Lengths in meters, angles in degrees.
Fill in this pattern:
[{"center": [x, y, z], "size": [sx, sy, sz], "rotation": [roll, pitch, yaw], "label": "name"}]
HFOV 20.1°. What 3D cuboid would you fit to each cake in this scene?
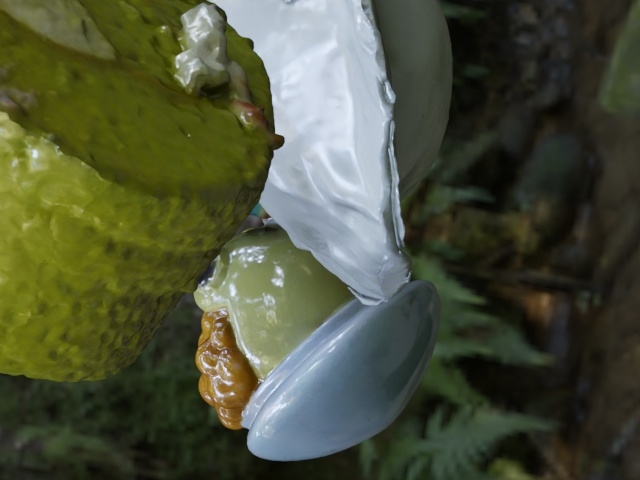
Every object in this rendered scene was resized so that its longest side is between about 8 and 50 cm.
[{"center": [-0.152, -0.064, 0.768], "size": [0.156, 0.260, 0.179], "rotation": [-55, 14, 26], "label": "cake"}]

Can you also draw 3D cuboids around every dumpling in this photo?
[{"center": [0.005, -0.085, 1.247], "size": [0.341, 0.181, 0.260], "rotation": [-38, 60, 49], "label": "dumpling"}]

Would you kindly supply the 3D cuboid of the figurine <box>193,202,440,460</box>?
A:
[{"center": [-0.020, -0.002, 1.570], "size": [0.205, 0.224, 0.382], "rotation": [-13, 94, 38], "label": "figurine"}]
